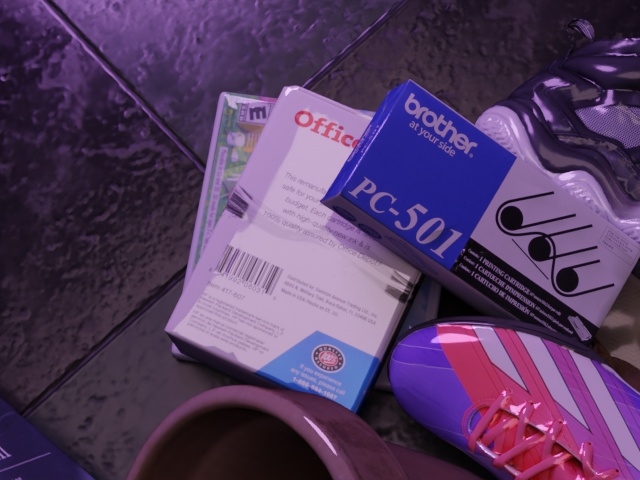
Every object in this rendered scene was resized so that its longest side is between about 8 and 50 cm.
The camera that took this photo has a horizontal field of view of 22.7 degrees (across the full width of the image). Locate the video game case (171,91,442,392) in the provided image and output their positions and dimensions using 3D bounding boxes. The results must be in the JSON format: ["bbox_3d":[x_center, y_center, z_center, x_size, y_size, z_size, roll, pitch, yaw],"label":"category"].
[{"bbox_3d":[0.000,0.000,1.210,0.193,0.023,0.212,8,76,6],"label":"video game case"}]

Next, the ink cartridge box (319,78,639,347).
[{"bbox_3d":[0.113,-0.010,1.094,0.207,0.046,0.097,35,76,-11],"label":"ink cartridge box"}]

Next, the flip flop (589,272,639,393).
[{"bbox_3d":[0.212,0.145,1.129,0.112,0.080,0.277,-3,76,3],"label":"flip flop"}]

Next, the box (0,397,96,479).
[{"bbox_3d":[-0.370,0.162,1.030,0.395,0.293,0.212,38,102,11],"label":"box"}]

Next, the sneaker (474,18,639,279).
[{"bbox_3d":[0.257,-0.056,1.167,0.269,0.101,0.153,36,81,12],"label":"sneaker"}]

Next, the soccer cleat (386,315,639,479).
[{"bbox_3d":[0.177,0.149,1.030,0.318,0.108,0.116,26,35,14],"label":"soccer cleat"}]

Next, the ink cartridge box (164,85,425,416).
[{"bbox_3d":[0.000,0.013,1.150,0.148,0.086,0.203,25,78,8],"label":"ink cartridge box"}]

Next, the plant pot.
[{"bbox_3d":[0.025,0.224,1.028,0.263,0.229,0.263,-7,81,48],"label":"plant pot"}]
